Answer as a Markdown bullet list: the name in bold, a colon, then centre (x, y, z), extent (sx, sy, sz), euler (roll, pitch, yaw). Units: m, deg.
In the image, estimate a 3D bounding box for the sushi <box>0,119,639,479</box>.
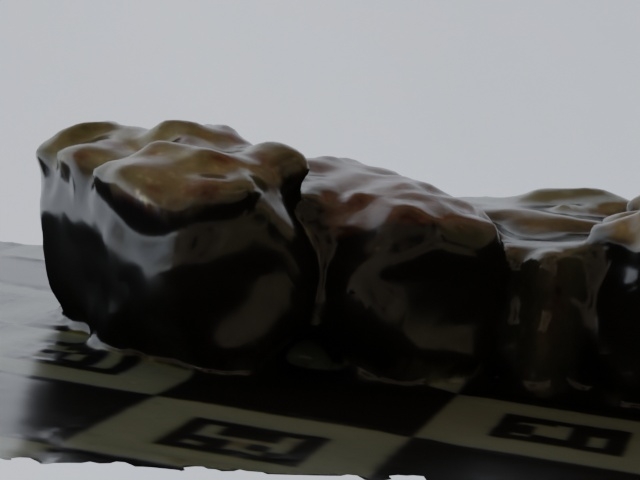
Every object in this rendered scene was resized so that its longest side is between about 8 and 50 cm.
- **sushi**: centre (0.000, 0.000, 0.428), extent (0.290, 0.264, 0.050), euler (5, -83, -12)
